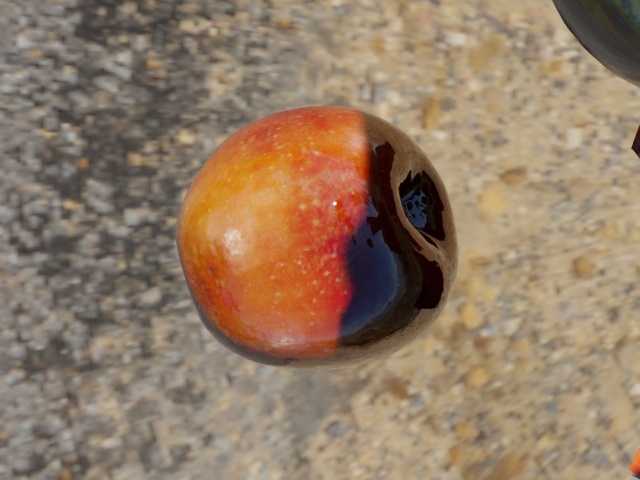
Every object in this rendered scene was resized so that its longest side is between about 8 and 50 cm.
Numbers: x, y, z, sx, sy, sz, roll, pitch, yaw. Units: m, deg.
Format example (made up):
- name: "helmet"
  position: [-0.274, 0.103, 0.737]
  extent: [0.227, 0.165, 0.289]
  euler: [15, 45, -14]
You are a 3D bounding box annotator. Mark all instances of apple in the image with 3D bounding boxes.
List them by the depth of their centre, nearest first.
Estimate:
- name: "apple"
  position: [0.000, 0.000, 1.539]
  extent: [0.201, 0.218, 0.218]
  euler: [-15, 87, 31]

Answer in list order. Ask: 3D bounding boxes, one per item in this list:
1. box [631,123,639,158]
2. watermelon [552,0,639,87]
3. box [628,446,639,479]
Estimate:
- name: "box"
  position: [0.312, -0.100, 1.294]
  extent: [0.039, 0.218, 0.055]
  euler: [54, 152, 31]
- name: "watermelon"
  position: [0.113, -0.081, 0.549]
  extent: [0.105, 0.105, 0.133]
  euler: [4, 60, 22]
- name: "box"
  position: [0.365, 0.084, 1.641]
  extent: [0.048, 0.265, 0.273]
  euler: [27, 97, 18]
